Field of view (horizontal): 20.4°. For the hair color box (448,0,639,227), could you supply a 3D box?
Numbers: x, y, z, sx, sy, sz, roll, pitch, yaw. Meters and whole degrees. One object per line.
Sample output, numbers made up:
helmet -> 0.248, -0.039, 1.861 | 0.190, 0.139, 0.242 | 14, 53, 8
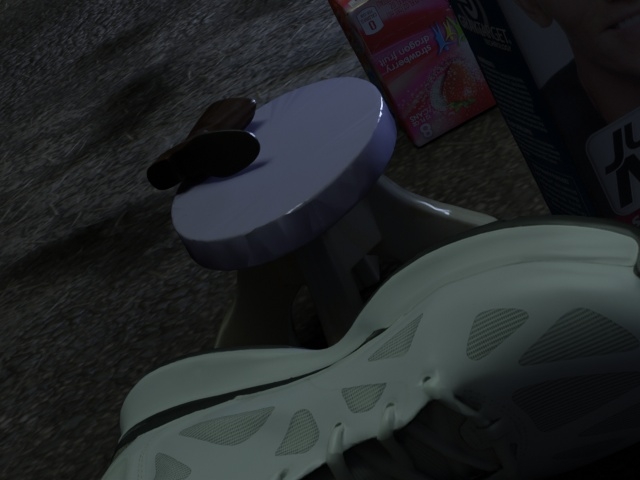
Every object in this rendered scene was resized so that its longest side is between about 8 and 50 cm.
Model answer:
hair color box -> 0.194, -0.151, 1.178 | 0.174, 0.347, 0.105 | -32, 22, -7

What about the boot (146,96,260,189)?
boot -> -0.068, -0.084, 1.348 | 0.106, 0.037, 0.114 | -13, 20, 33

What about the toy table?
toy table -> 0.000, 0.000, 1.332 | 0.252, 0.161, 0.274 | -20, 22, 22

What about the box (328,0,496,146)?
box -> 0.173, -0.235, 1.663 | 0.300, 0.154, 0.142 | -30, 21, 0

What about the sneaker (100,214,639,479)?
sneaker -> 0.025, 0.160, 1.000 | 0.447, 0.169, 0.257 | -23, 29, 36
